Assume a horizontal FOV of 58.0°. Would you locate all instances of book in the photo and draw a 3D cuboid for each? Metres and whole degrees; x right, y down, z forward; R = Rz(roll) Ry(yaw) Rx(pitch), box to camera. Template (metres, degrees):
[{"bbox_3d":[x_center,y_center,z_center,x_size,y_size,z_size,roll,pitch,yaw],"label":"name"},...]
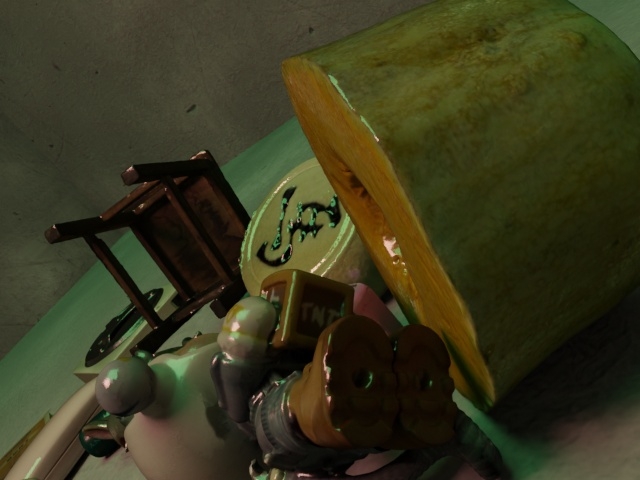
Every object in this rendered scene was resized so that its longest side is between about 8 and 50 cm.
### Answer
[{"bbox_3d":[-0.615,0.452,1.188,0.170,0.018,0.242,-47,20,-21],"label":"book"}]

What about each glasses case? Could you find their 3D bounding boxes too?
[{"bbox_3d":[-0.456,0.356,1.010,0.113,0.075,0.297,-27,21,35],"label":"glasses case"}]

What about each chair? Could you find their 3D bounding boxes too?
[{"bbox_3d":[-0.206,-0.015,0.985,0.203,0.240,0.416,-33,6,20],"label":"chair"}]

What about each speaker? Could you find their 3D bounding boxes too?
[{"bbox_3d":[-0.344,0.312,0.950,0.075,0.060,0.094,-41,-17,-3],"label":"speaker"}]

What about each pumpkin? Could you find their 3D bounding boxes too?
[{"bbox_3d":[0.126,-0.047,0.476,0.199,0.332,0.332,-28,19,1],"label":"pumpkin"}]

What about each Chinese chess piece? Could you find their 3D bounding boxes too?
[{"bbox_3d":[0.000,0.000,0.796,0.250,0.101,0.250,-27,46,31],"label":"Chinese chess piece"}]

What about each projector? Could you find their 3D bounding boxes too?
[{"bbox_3d":[-0.428,0.205,1.300,0.259,0.079,0.257,-18,29,52],"label":"projector"}]

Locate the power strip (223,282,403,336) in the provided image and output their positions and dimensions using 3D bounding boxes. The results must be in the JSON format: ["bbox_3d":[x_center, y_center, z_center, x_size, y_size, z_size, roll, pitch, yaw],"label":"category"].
[{"bbox_3d":[-0.009,0.110,0.663,0.279,0.109,0.037,-16,31,51],"label":"power strip"}]

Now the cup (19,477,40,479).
[{"bbox_3d":[-0.381,0.405,0.643,0.202,0.173,0.255,-36,-1,16],"label":"cup"}]

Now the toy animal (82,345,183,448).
[{"bbox_3d":[-0.238,0.247,0.832,0.236,0.108,0.138,-45,-15,28],"label":"toy animal"}]

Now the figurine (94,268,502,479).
[{"bbox_3d":[-0.059,0.138,0.520,0.382,0.261,0.186,-33,40,49],"label":"figurine"}]
